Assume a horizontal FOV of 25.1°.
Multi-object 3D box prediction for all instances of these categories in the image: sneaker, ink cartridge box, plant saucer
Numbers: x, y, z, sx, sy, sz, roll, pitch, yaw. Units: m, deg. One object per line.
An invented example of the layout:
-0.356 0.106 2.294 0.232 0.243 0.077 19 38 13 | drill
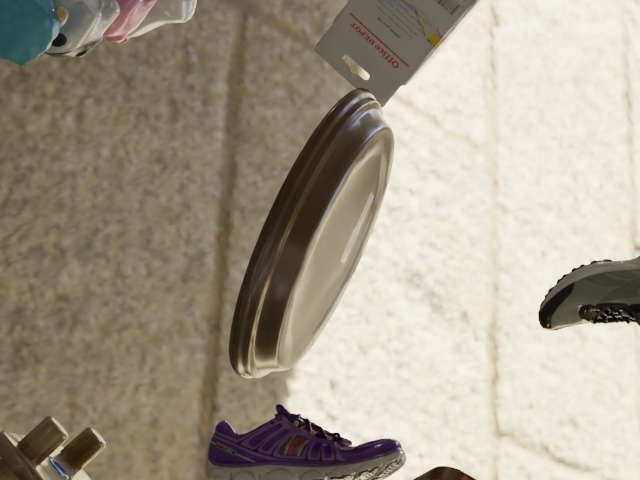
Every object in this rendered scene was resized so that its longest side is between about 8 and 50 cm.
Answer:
0.458 0.086 2.157 0.100 0.271 0.108 54 22 -52 | sneaker
0.099 -0.262 1.666 0.115 0.198 0.067 43 22 3 | ink cartridge box
0.000 0.000 1.275 0.278 0.041 0.278 -61 166 -26 | plant saucer
-0.014 0.171 1.193 0.068 0.169 0.071 60 30 -70 | sneaker

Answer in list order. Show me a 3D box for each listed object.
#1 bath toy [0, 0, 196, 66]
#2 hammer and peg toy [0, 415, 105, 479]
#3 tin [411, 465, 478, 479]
-0.264 -0.256 1.530 0.151 0.129 0.348 53 26 4 | bath toy
-0.297 0.327 1.736 0.266 0.127 0.361 47 -3 13 | hammer and peg toy
0.215 0.435 2.457 0.106 0.189 0.040 35 60 -6 | tin
